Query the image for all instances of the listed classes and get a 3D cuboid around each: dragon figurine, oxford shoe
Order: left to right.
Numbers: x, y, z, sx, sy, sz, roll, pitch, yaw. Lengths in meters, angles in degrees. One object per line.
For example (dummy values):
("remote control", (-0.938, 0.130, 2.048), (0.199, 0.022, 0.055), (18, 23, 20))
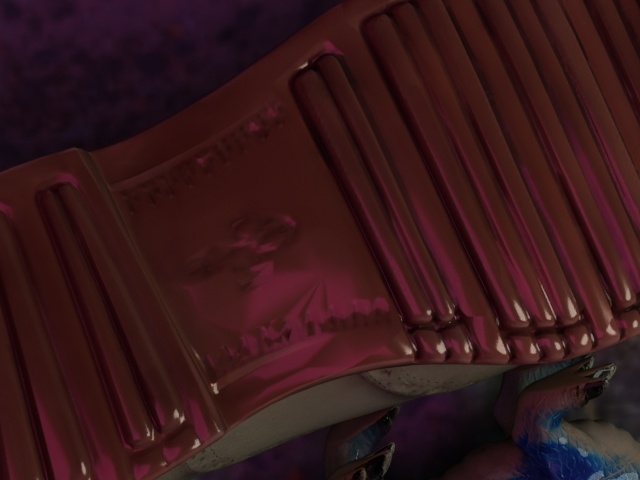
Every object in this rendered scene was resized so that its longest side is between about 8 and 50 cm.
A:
("oxford shoe", (0.000, 0.000, 0.678), (0.397, 0.146, 0.140), (-17, 83, -18))
("dragon figurine", (0.061, 0.128, 0.715), (0.289, 0.085, 0.144), (-20, 100, -2))
